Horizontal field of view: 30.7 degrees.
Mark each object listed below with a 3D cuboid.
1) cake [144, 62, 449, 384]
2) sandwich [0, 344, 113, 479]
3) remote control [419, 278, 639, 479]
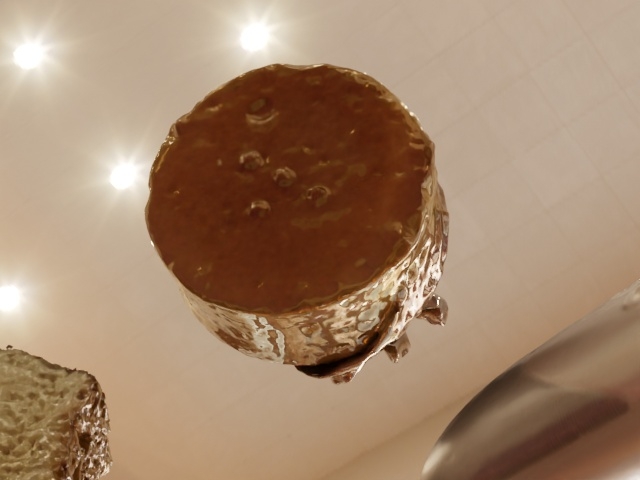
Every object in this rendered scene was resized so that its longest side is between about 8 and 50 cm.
[{"bbox_3d":[-0.006,0.006,1.325,0.332,0.332,0.321,-4,-30,11],"label":"cake"},{"bbox_3d":[-0.364,0.255,1.227,0.262,0.325,0.131,-3,-55,6],"label":"sandwich"},{"bbox_3d":[0.192,0.078,0.667,0.332,0.221,0.103,-40,-105,33],"label":"remote control"}]
